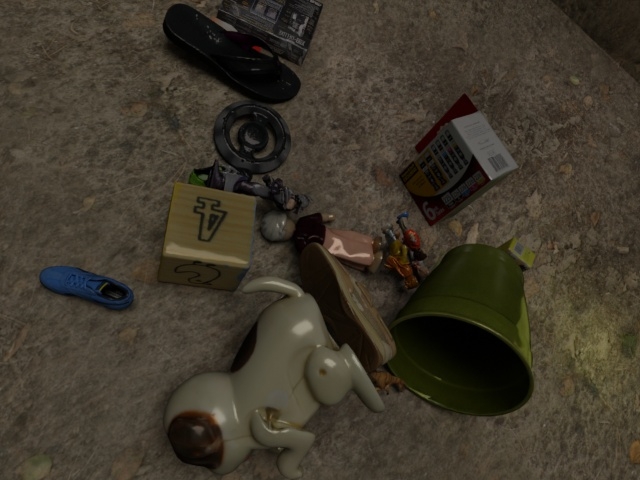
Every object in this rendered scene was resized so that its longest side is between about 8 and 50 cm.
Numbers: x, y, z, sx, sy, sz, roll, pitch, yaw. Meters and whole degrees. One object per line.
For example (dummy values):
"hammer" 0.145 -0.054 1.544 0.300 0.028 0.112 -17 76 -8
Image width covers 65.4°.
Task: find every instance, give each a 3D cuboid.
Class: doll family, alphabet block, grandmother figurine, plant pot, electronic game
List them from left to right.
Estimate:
"alphabet block" -0.276 -0.004 1.208 0.197 0.192 0.194 9 62 -17
"electronic game" -0.196 -0.303 1.453 0.229 0.048 0.230 5 74 -19
"grandmother figurine" 0.000 0.000 1.376 0.342 0.104 0.208 18 35 -11
"doll family" 0.234 0.050 1.402 0.118 0.263 0.163 -23 65 7
"plant pot" 0.392 0.201 1.319 0.366 0.366 0.353 37 48 -3

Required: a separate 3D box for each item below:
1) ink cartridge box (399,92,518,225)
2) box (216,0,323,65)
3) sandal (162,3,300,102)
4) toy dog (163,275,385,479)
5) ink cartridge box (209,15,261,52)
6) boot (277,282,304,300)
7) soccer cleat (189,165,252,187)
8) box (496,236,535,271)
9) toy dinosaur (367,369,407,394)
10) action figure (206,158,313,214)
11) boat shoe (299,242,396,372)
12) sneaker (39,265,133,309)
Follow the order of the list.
"ink cartridge box" 0.386 -0.237 1.508 0.130 0.309 0.272 -24 77 -29
"box" -0.163 -0.747 1.649 0.307 0.076 0.243 20 62 -12
"sandal" -0.245 -0.556 1.482 0.445 0.107 0.168 23 62 -25
"toy dog" -0.128 0.320 1.051 0.407 0.284 0.396 -34 113 -11
"ink cartridge box" -0.282 -0.603 1.556 0.179 0.045 0.146 20 62 -10
"boot" -0.024 0.150 1.293 0.123 0.095 0.258 49 60 -4
"soccer cleat" -0.266 -0.175 1.354 0.178 0.072 0.060 -9 71 -25
"box" 0.509 0.081 1.459 0.087 0.232 0.058 39 55 -1
"toy dinosaur" 0.142 0.348 1.259 0.211 0.112 0.064 31 30 -48
"action figure" -0.148 -0.131 1.300 0.284 0.185 0.099 11 91 -20
"boat shoe" 0.063 0.154 1.224 0.110 0.121 0.341 -12 68 -49
"sneaker" -0.526 0.098 1.125 0.209 0.082 0.069 20 63 -11
